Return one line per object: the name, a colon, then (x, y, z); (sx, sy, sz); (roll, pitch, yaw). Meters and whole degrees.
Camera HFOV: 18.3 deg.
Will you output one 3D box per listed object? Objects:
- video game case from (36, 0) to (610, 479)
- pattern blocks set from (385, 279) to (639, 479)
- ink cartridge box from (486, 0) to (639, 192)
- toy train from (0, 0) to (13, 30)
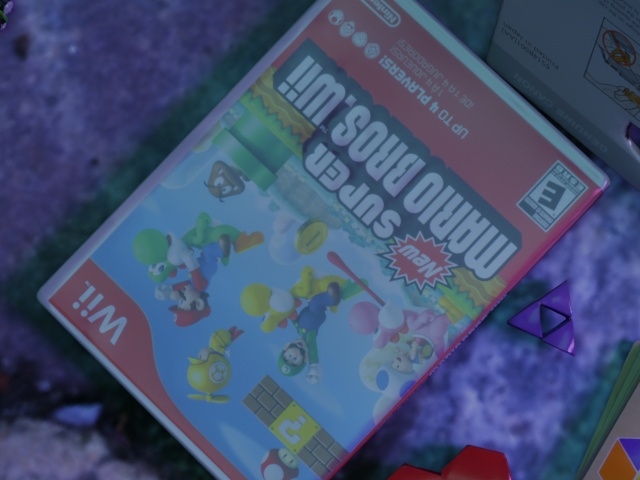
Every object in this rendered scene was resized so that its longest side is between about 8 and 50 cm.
video game case: (0.000, 0.000, 1.174); (0.204, 0.025, 0.285); (44, 90, 10)
pattern blocks set: (0.227, 0.154, 1.125); (0.325, 0.026, 0.285); (39, 89, 10)
ink cartridge box: (0.227, -0.093, 1.039); (0.296, 0.261, 0.066); (42, 68, 17)
toy train: (-0.224, -0.157, 1.225); (0.083, 0.017, 0.023); (33, 77, 10)
